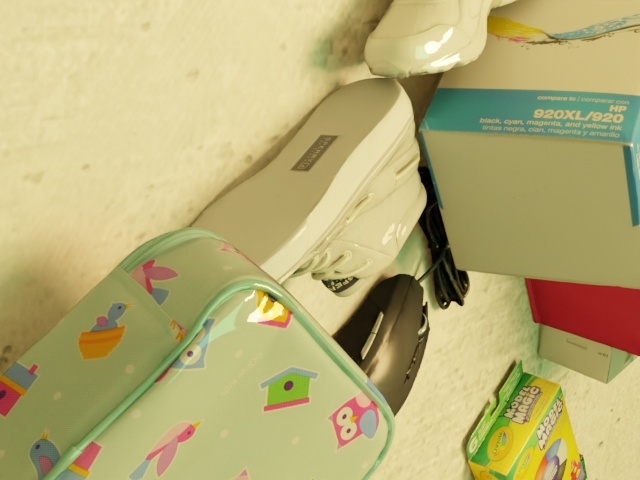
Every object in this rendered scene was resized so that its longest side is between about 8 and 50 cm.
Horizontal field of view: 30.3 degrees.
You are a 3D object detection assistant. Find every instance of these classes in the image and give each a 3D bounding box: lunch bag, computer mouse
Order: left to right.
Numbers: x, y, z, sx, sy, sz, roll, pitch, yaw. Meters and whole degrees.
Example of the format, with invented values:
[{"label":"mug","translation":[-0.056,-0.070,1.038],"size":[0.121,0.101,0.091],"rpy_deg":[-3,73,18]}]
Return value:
[{"label":"lunch bag","translation":[-0.100,0.148,0.708],"size":[0.279,0.108,0.224],"rpy_deg":[-46,133,-4]},{"label":"computer mouse","translation":[0.060,0.061,0.992],"size":[0.262,0.060,0.184],"rpy_deg":[-45,138,-33]}]

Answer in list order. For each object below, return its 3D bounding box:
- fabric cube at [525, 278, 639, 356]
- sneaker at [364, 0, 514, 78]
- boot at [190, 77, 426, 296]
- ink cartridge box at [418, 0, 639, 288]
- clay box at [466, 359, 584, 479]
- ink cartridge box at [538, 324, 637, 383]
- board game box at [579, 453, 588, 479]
[{"label":"fabric cube","translation":[0.375,-0.043,1.205],"size":[0.259,0.258,0.254],"rpy_deg":[-49,138,-28]},{"label":"sneaker","translation":[0.093,-0.211,0.908],"size":[0.232,0.090,0.115],"rpy_deg":[-52,135,-40]},{"label":"boot","translation":[0.000,0.000,0.850],"size":[0.258,0.095,0.123],"rpy_deg":[-46,131,-33]},{"label":"ink cartridge box","translation":[0.208,-0.106,0.987],"size":[0.232,0.168,0.171],"rpy_deg":[-65,148,-35]},{"label":"clay box","translation":[0.231,0.246,1.315],"size":[0.127,0.053,0.222],"rpy_deg":[-53,142,-26]},{"label":"ink cartridge box","translation":[0.314,0.103,1.333],"size":[0.122,0.088,0.052],"rpy_deg":[-25,127,-46]},{"label":"board game box","translation":[0.258,0.393,1.440],"size":[0.259,0.030,0.136],"rpy_deg":[-50,138,-28]}]
